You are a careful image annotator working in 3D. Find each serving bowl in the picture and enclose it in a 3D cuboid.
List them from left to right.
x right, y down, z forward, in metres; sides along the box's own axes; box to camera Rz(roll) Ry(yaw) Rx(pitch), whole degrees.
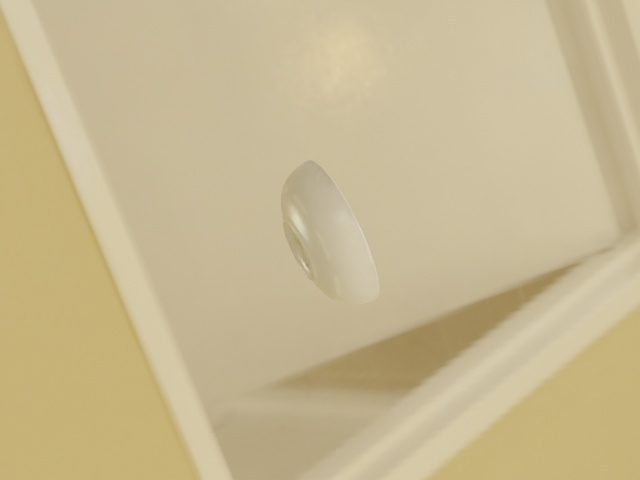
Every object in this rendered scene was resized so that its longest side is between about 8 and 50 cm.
[{"bbox_3d":[0.000,0.000,0.830,0.027,0.083,0.083,-26,-165,-11],"label":"serving bowl"}]
